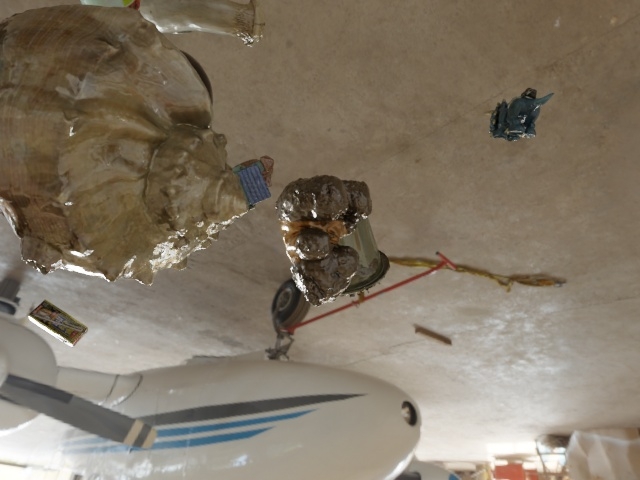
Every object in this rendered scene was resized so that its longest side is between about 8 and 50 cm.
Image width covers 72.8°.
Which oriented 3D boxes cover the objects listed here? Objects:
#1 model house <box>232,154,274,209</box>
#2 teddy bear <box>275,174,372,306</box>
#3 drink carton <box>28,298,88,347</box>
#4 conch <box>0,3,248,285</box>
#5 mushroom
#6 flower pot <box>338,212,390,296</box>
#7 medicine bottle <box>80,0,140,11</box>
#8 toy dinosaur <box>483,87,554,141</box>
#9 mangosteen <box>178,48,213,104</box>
[{"bbox_3d":[-0.149,-0.126,0.953,0.148,0.148,0.120,-20,102,21],"label":"model house"},{"bbox_3d":[0.000,0.000,0.647,0.140,0.190,0.177,-3,-172,21],"label":"teddy bear"},{"bbox_3d":[-0.851,0.270,1.414,0.165,0.071,0.056,34,143,-5],"label":"drink carton"},{"bbox_3d":[-0.227,-0.082,0.418,0.323,0.186,0.263,6,122,-4],"label":"conch"},{"bbox_3d":[-0.205,-0.400,0.770,0.223,0.081,0.092,10,178,10],"label":"mushroom"},{"bbox_3d":[0.069,0.008,1.413,0.290,0.290,0.259,-4,121,17],"label":"flower pot"},{"bbox_3d":[-0.531,-0.649,1.033,0.139,0.139,0.225,5,152,3],"label":"medicine bottle"},{"bbox_3d":[0.203,-0.130,0.452,0.030,0.047,0.083,9,-178,-13],"label":"toy dinosaur"},{"bbox_3d":[-0.524,-0.493,1.489,0.300,0.300,0.300,5,147,3],"label":"mangosteen"}]
